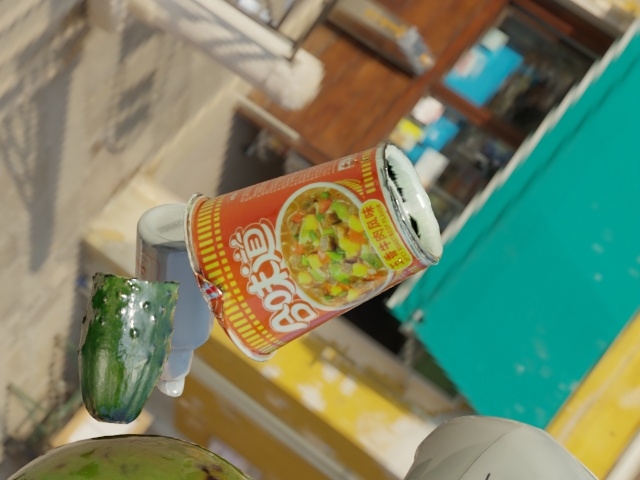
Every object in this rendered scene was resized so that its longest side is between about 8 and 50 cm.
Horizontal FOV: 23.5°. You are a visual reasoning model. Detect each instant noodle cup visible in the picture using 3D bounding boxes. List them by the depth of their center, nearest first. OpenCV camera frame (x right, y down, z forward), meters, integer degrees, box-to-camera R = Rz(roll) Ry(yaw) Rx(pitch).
[{"bbox_3d":[0.000,0.000,1.542,0.212,0.193,0.193,-23,174,18],"label":"instant noodle cup"}]

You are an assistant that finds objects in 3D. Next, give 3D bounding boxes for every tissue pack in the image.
[{"bbox_3d":[0.153,0.345,1.459,0.333,0.229,0.236,-52,-151,-13],"label":"tissue pack"}]

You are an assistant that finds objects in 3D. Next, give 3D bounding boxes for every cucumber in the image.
[{"bbox_3d":[-0.137,0.077,1.092,0.035,0.067,0.107,168,-69,-71],"label":"cucumber"}]

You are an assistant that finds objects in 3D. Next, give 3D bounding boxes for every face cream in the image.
[{"bbox_3d":[-0.177,0.082,1.861,0.101,0.101,0.251,-38,146,-46],"label":"face cream"}]

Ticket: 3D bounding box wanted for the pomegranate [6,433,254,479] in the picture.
[{"bbox_3d":[-0.070,0.237,0.794,0.236,0.302,0.236,-43,152,-30],"label":"pomegranate"}]
